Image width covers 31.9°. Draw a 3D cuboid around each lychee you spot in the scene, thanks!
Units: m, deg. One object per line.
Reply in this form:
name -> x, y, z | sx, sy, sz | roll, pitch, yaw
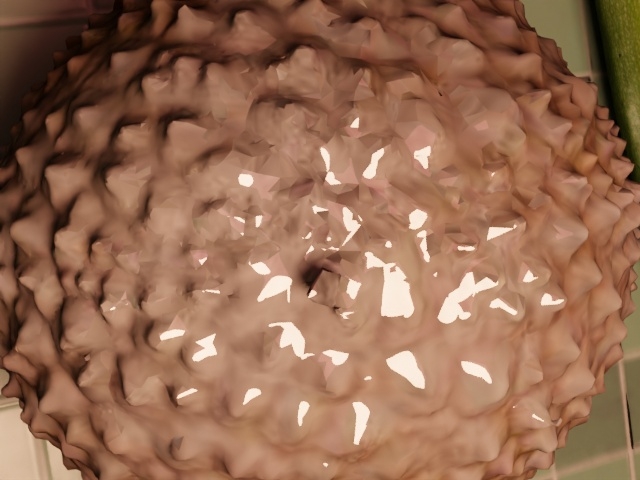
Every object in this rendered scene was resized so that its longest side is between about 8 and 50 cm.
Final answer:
lychee -> 0.001, -0.004, 0.491 | 0.300, 0.300, 0.300 | -1, 93, -25

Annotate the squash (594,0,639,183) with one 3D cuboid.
squash -> 0.229, -0.101, 0.677 | 0.107, 0.107, 0.395 | -20, 99, -23
